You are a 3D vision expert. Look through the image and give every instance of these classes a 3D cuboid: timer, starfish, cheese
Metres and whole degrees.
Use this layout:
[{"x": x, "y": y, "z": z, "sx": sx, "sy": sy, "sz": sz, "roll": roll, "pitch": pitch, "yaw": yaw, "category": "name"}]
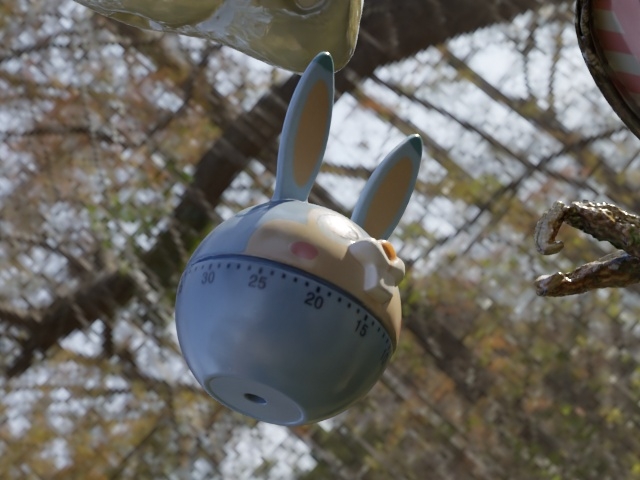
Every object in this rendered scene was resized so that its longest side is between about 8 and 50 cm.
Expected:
[{"x": 0.006, "y": 0.011, "z": 1.040, "sx": 0.255, "sy": 0.175, "sz": 0.175, "roll": -54, "pitch": -18, "yaw": -7, "category": "timer"}, {"x": 0.234, "y": 0.005, "z": 0.893, "sx": 0.150, "sy": 0.209, "sz": 0.053, "roll": 48, "pitch": -139, "yaw": -66, "category": "starfish"}, {"x": -0.090, "y": -0.361, "z": 1.524, "sx": 0.328, "sy": 0.351, "sz": 0.129, "roll": -70, "pitch": -19, "yaw": -2, "category": "cheese"}]

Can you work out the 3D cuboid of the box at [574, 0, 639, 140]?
[{"x": 0.213, "y": -0.108, "z": 0.653, "sx": 0.135, "sy": 0.151, "sz": 0.151, "roll": -46, "pitch": -18, "yaw": -17, "category": "box"}]
